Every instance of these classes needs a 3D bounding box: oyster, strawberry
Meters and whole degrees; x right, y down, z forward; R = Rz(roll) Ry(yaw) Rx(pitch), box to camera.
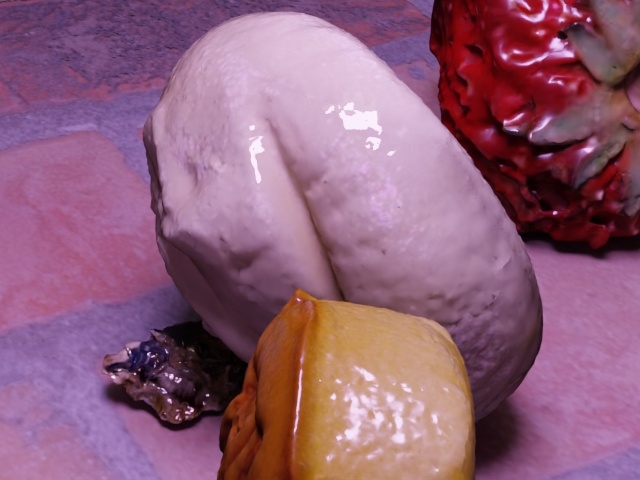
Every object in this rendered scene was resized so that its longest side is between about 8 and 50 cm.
[{"bbox_3d":[-0.099,0.092,1.248,0.103,0.051,0.148,26,28,23],"label":"oyster"},{"bbox_3d":[0.233,-0.170,1.485,0.295,0.317,0.345,-38,23,-4],"label":"strawberry"}]

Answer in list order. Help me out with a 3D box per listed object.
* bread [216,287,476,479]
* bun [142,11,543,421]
[{"bbox_3d":[0.007,0.162,0.941,0.148,0.270,0.270,8,31,-4],"label":"bread"},{"bbox_3d":[0.000,0.000,1.157,0.219,0.365,0.365,-38,41,-6],"label":"bun"}]
